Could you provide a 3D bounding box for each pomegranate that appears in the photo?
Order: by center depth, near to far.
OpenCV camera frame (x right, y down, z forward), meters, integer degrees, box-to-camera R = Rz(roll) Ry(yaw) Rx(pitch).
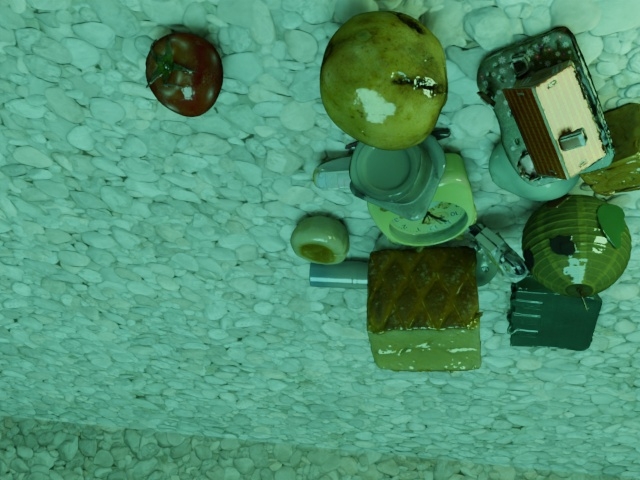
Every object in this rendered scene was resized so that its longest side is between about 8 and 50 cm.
[{"bbox_3d":[0.119,-0.294,1.516,0.261,0.260,0.260,6,146,4],"label":"pomegranate"}]

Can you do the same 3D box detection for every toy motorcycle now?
[{"bbox_3d":[0.438,0.036,1.989,0.074,0.228,0.151,-44,128,0],"label":"toy motorcycle"}]

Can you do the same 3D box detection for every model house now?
[{"bbox_3d":[0.414,-0.221,1.541,0.207,0.154,0.293,-16,110,30],"label":"model house"}]

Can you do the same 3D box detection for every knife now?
[{"bbox_3d":[0.167,-0.223,1.817,0.248,0.018,0.035,-5,147,21],"label":"knife"}]

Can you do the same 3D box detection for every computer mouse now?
[{"bbox_3d":[0.081,-0.157,1.904,0.199,0.044,0.102,-4,147,4],"label":"computer mouse"},{"bbox_3d":[0.419,0.086,2.186,0.089,0.056,0.181,17,146,-4],"label":"computer mouse"}]

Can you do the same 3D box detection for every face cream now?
[{"bbox_3d":[0.186,0.007,2.123,0.072,0.051,0.182,14,147,-11],"label":"face cream"},{"bbox_3d":[0.097,0.095,2.250,0.250,0.077,0.077,2,146,9],"label":"face cream"}]

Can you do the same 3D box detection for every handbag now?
[{"bbox_3d":[0.643,0.199,2.274,0.239,0.089,0.326,2,147,10],"label":"handbag"}]

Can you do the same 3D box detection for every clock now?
[{"bbox_3d":[0.248,-0.072,1.924,0.235,0.096,0.308,-14,147,13],"label":"clock"}]

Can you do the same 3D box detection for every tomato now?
[{"bbox_3d":[-0.267,-0.330,1.648,0.167,0.167,0.167,6,146,4],"label":"tomato"}]

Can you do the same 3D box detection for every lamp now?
[{"bbox_3d":[0.585,0.036,1.872,0.250,0.284,0.250,4,150,2],"label":"lamp"}]

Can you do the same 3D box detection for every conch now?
[{"bbox_3d":[0.470,-0.147,1.795,0.221,0.120,0.185,18,175,-21],"label":"conch"}]

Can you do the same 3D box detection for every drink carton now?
[{"bbox_3d":[0.147,-0.156,1.703,0.186,0.191,0.190,27,-172,17],"label":"drink carton"}]

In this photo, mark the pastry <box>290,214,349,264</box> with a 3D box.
[{"bbox_3d":[0.000,0.000,2.121,0.157,0.092,0.156,7,143,5],"label":"pastry"}]

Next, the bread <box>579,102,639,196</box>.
[{"bbox_3d":[0.618,-0.178,1.675,0.149,0.143,0.158,33,143,-32],"label":"bread"}]

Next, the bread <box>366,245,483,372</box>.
[{"bbox_3d":[0.263,0.175,2.057,0.279,0.279,0.207,-5,137,8],"label":"bread"}]
